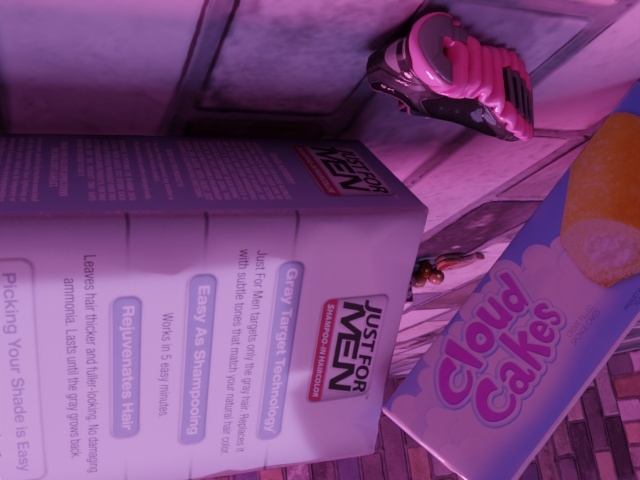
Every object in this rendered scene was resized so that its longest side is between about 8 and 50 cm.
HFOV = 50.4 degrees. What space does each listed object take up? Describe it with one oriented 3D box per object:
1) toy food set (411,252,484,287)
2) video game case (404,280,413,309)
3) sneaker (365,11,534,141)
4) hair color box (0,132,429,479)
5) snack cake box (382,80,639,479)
[{"bbox_3d":[0.138,0.041,0.852,0.078,0.019,0.122,3,161,-33],"label":"toy food set"},{"bbox_3d":[-0.007,0.090,0.892,0.210,0.042,0.232,-1,163,-6],"label":"video game case"},{"bbox_3d":[0.072,-0.081,0.368,0.119,0.047,0.057,18,158,-42],"label":"sneaker"},{"bbox_3d":[-0.142,0.043,0.395,0.374,0.114,0.185,-1,119,-19],"label":"hair color box"},{"bbox_3d":[0.165,0.043,0.474,0.264,0.089,0.152,-52,162,-4],"label":"snack cake box"}]
